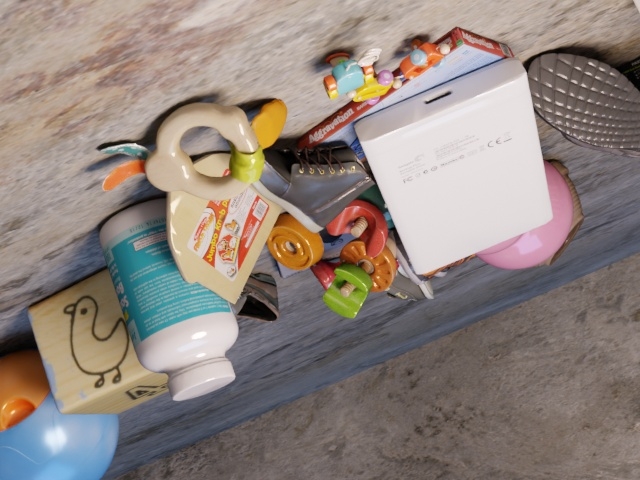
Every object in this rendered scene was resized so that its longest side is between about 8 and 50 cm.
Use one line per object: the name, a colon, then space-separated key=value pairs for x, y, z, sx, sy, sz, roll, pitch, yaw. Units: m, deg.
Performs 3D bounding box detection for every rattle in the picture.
rattle: x=-0.157 y=-0.124 z=1.254 sx=0.199 sy=0.143 sz=0.130 roll=-12 pitch=137 yaw=25

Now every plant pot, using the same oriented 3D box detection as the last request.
plant pot: x=0.432 y=-0.028 z=2.002 sx=0.237 sy=0.109 sz=0.237 roll=-45 pitch=160 yaw=-21

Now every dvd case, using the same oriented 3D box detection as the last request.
dvd case: x=0.000 y=0.000 z=1.864 sx=0.179 sy=0.030 sz=0.239 roll=-21 pitch=165 yaw=-4

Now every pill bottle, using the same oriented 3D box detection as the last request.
pill bottle: x=-0.204 y=0.084 z=1.442 sx=0.146 sy=0.264 sz=0.146 roll=-20 pitch=164 yaw=-6

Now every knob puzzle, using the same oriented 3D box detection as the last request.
knob puzzle: x=-0.143 y=-0.032 z=1.376 sx=0.030 sy=0.213 sz=0.213 roll=11 pitch=-171 yaw=40

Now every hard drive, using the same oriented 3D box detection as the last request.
hard drive: x=0.203 y=-0.094 z=1.483 sx=0.233 sy=0.047 sz=0.353 roll=-23 pitch=144 yaw=4

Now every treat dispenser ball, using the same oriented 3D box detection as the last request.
treat dispenser ball: x=-0.503 y=0.334 z=1.833 sx=0.288 sy=0.288 sz=0.288 roll=-20 pitch=164 yaw=-6

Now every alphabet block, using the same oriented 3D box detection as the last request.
alphabet block: x=-0.324 y=0.163 z=1.687 sx=0.197 sy=0.192 sz=0.193 roll=-26 pitch=165 yaw=14

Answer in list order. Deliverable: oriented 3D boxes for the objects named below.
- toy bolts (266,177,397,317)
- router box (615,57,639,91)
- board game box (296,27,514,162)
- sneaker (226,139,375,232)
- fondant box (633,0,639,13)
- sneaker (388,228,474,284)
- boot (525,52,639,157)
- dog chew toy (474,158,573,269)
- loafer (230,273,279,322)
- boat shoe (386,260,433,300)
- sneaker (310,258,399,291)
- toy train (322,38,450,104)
toy bolts: x=0.049 y=-0.027 z=1.697 sx=0.158 sy=0.218 sz=0.228 roll=-50 pitch=171 yaw=-43
router box: x=0.502 y=-0.255 z=1.660 sx=0.122 sy=0.038 sz=0.092 roll=-24 pitch=163 yaw=9
board game box: x=0.114 y=-0.188 z=1.397 sx=0.281 sy=0.027 sz=0.145 roll=-32 pitch=159 yaw=32
sneaker: x=-0.025 y=-0.104 z=1.370 sx=0.118 sy=0.083 sz=0.222 roll=-37 pitch=141 yaw=13
fondant box: x=0.567 y=-0.239 z=1.433 sx=0.096 sy=0.238 sz=0.330 roll=-31 pitch=162 yaw=31
sneaker: x=0.254 y=-0.009 z=2.041 sx=0.180 sy=0.125 sz=0.321 roll=-32 pitch=172 yaw=20
boot: x=0.417 y=-0.182 z=1.574 sx=0.338 sy=0.118 sz=0.222 roll=19 pitch=179 yaw=-17
dog chew toy: x=0.284 y=-0.062 z=1.746 sx=0.206 sy=0.207 sz=0.331 roll=-32 pitch=153 yaw=33
loafer: x=-0.152 y=0.107 z=1.915 sx=0.096 sy=0.084 sz=0.267 roll=-29 pitch=163 yaw=25
boat shoe: x=0.166 y=0.071 z=2.183 sx=0.091 sy=0.109 sz=0.305 roll=-24 pitch=158 yaw=12
sneaker: x=0.069 y=0.046 z=1.954 sx=0.128 sy=0.087 sz=0.221 roll=-40 pitch=163 yaw=10
toy train: x=0.071 y=-0.213 z=1.233 sx=0.125 sy=0.046 sz=0.166 roll=-35 pitch=162 yaw=36
